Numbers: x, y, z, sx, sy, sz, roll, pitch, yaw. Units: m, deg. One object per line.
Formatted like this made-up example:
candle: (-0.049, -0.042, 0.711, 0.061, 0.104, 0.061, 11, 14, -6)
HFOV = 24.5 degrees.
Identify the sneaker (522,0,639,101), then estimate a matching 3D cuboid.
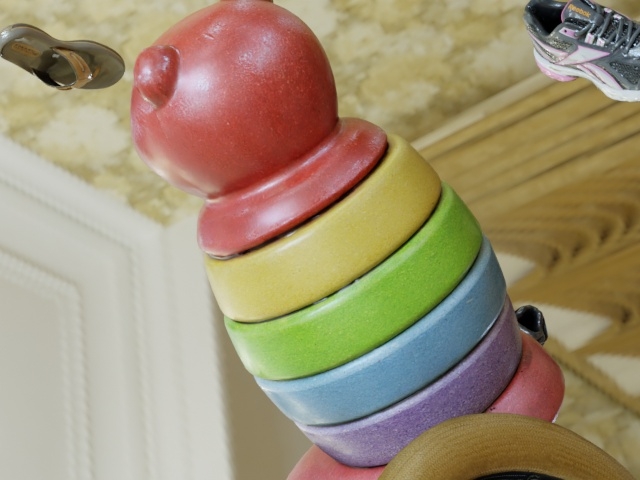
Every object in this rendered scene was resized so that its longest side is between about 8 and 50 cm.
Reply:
sneaker: (0.240, -0.173, 1.277, 0.077, 0.178, 0.072, 48, -113, -37)

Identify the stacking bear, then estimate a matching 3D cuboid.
stacking bear: (0.000, 0.000, 0.815, 0.175, 0.164, 0.289, -44, -70, -32)

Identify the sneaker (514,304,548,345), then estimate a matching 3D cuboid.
sneaker: (0.227, 0.142, 1.765, 0.058, 0.085, 0.152, 25, -128, 9)

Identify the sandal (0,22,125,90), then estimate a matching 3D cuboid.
sandal: (-0.314, -0.212, 1.787, 0.180, 0.072, 0.049, 15, -139, -46)

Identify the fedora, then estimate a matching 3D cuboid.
fedora: (0.094, 0.178, 0.717, 0.194, 0.079, 0.194, 15, -128, -20)
